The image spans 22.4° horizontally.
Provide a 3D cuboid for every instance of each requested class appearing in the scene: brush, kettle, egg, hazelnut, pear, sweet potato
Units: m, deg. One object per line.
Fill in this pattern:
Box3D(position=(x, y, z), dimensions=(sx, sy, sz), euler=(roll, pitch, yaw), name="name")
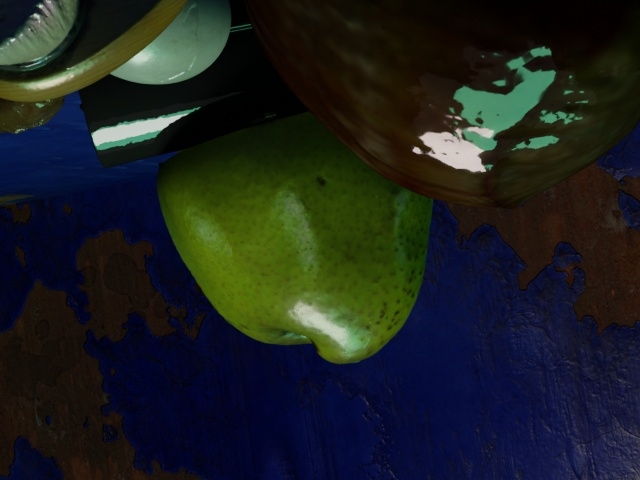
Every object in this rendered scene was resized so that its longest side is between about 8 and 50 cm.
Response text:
Box3D(position=(-0.258, -0.249, 1.591), dimensions=(0.267, 0.174, 0.166), euler=(-16, 167, -1), name="brush")
Box3D(position=(-0.150, -0.244, 2.015), dimensions=(0.308, 0.262, 0.203), euler=(-11, -148, 1), name="kettle")
Box3D(position=(-0.192, -0.247, 1.768), dimensions=(0.151, 0.151, 0.209), euler=(-11, 175, 42), name="egg")
Box3D(position=(0.122, -0.228, 1.428), dimensions=(0.421, 0.352, 0.421), euler=(27, 173, 3), name="hazelnut")
Box3D(position=(0.000, 0.000, 2.018), dimensions=(0.342, 0.318, 0.238), euler=(-13, 178, -22), name="pear")
Box3D(position=(-0.453, -0.205, 2.375), dimensions=(0.341, 0.092, 0.114), euler=(-11, 159, 34), name="sweet potato")

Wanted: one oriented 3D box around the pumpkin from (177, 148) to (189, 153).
Box3D(position=(-0.061, -0.190, 2.269), dimensions=(0.320, 0.192, 0.320), euler=(-5, -152, 2), name="pumpkin")
